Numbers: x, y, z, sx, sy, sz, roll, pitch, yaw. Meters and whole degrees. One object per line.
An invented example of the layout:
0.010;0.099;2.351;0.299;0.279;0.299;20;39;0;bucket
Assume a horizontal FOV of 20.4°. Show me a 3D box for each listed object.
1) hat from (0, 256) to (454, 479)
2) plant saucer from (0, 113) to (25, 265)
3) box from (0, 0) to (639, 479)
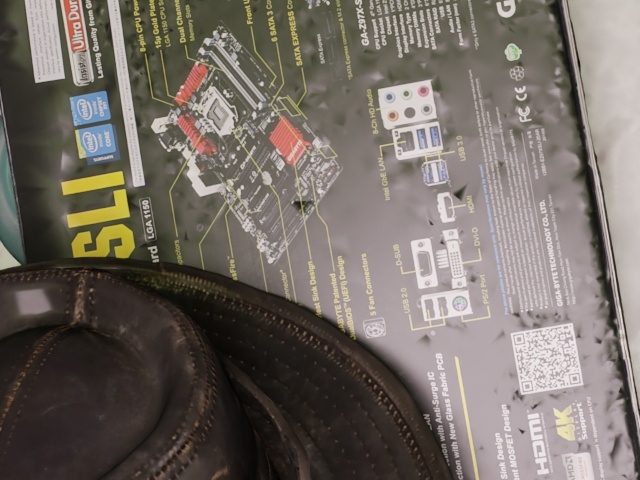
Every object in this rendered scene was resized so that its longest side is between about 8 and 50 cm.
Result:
-0.099;0.107;0.627;0.331;0.134;0.331;-1;53;2;hat
-0.111;-0.035;0.868;0.119;0.021;0.119;-1;82;8;plant saucer
0.000;0.000;0.798;0.257;0.079;0.322;-11;88;9;box
